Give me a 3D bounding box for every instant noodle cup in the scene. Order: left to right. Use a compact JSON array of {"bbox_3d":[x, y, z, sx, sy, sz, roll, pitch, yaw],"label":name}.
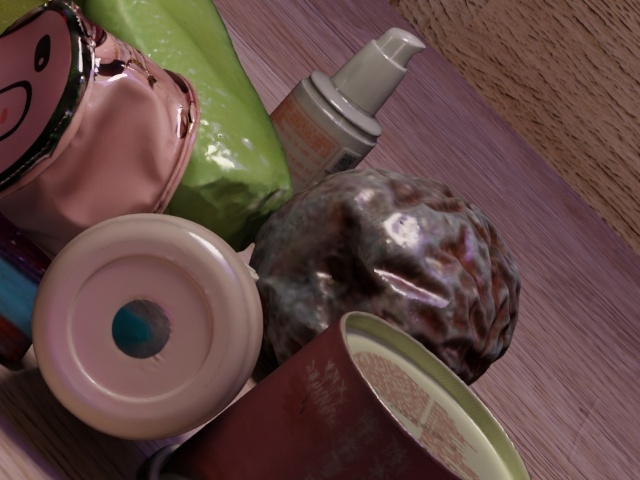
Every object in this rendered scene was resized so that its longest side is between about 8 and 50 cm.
[{"bbox_3d":[0.022,0.173,1.321,0.235,0.178,0.235,40,15,-13],"label":"instant noodle cup"}]

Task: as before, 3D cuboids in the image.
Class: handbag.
[{"bbox_3d":[-0.197,-0.076,1.434,0.116,0.205,0.179,31,50,-36],"label":"handbag"}]

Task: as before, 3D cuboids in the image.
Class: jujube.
[{"bbox_3d":[0.064,0.047,1.716,0.226,0.226,0.317,47,11,17],"label":"jujube"}]

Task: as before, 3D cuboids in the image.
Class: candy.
[{"bbox_3d":[-0.142,-0.142,1.761,0.142,0.132,0.343,-1,52,-36],"label":"candy"}]

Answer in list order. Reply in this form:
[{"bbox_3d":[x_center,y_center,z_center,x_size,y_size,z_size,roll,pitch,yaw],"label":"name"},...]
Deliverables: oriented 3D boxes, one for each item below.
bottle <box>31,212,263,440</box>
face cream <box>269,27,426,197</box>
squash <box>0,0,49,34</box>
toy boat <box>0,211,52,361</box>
[{"bbox_3d":[-0.107,0.056,1.339,0.147,0.147,0.236,43,3,3],"label":"bottle"},{"bbox_3d":[0.005,-0.112,1.895,0.101,0.251,0.101,38,16,-13],"label":"face cream"},{"bbox_3d":[-0.305,-0.204,1.698,0.094,0.094,0.341,48,15,21],"label":"squash"},{"bbox_3d":[-0.336,-0.065,1.298,0.392,0.079,0.136,41,14,-15],"label":"toy boat"}]
